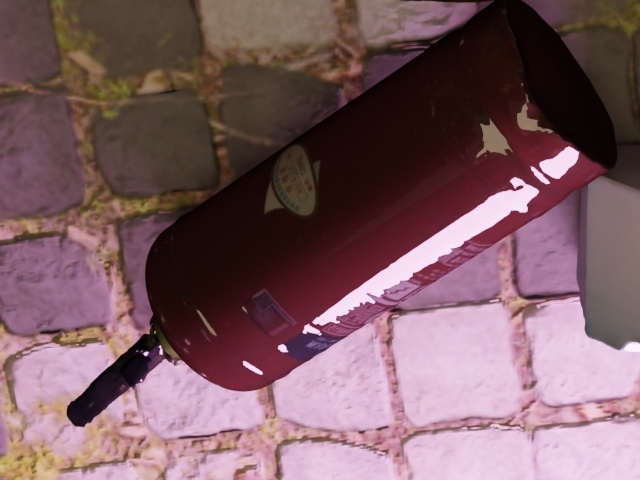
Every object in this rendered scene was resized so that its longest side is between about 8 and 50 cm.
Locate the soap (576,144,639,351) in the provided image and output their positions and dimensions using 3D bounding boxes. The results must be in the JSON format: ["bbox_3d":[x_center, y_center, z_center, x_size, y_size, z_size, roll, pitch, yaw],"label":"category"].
[{"bbox_3d":[0.292,0.008,0.989,0.289,0.173,0.095,1,109,5],"label":"soap"}]

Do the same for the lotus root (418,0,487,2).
[{"bbox_3d":[0.050,-0.212,0.946,0.314,0.141,0.169,2,107,16],"label":"lotus root"}]

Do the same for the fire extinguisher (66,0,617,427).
[{"bbox_3d":[0.000,0.000,1.022,0.337,0.135,0.114,-34,94,23],"label":"fire extinguisher"}]
